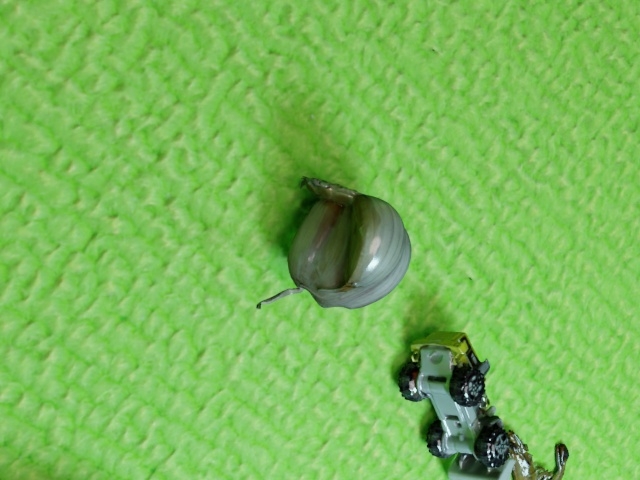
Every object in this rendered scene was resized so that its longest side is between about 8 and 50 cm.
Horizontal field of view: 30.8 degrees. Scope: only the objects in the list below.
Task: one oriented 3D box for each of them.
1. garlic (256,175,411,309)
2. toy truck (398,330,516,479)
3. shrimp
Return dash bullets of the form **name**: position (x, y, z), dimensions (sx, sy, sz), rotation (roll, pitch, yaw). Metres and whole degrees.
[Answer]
- **garlic**: position (0.000, 0.000, 1.627), dimensions (0.257, 0.207, 0.207), rotation (-12, 106, -28)
- **toy truck**: position (0.227, 0.272, 1.826), dimensions (0.111, 0.136, 0.285), rotation (-42, 119, -39)
- **shrimp**: position (0.373, 0.373, 1.979), dimensions (0.124, 0.034, 0.178), rotation (-32, 115, -23)
